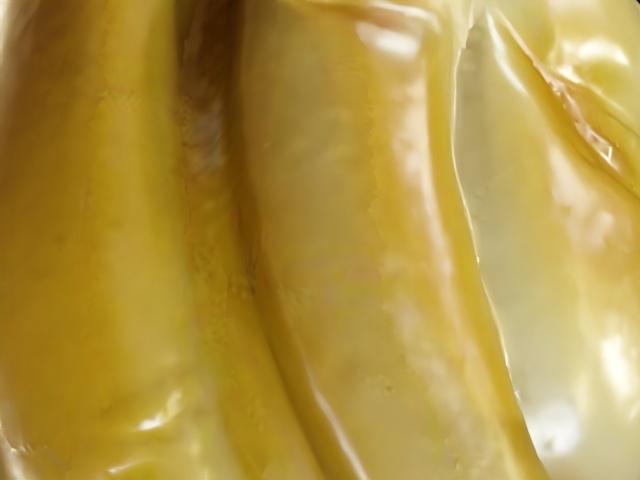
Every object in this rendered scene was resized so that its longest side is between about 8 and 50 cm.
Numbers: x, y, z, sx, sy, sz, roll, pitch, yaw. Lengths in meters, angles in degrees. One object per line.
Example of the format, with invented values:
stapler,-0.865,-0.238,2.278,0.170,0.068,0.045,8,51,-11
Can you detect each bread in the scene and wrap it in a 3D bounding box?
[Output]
bread,0.023,0.005,0.707,0.245,0.329,0.424,-8,-116,15
